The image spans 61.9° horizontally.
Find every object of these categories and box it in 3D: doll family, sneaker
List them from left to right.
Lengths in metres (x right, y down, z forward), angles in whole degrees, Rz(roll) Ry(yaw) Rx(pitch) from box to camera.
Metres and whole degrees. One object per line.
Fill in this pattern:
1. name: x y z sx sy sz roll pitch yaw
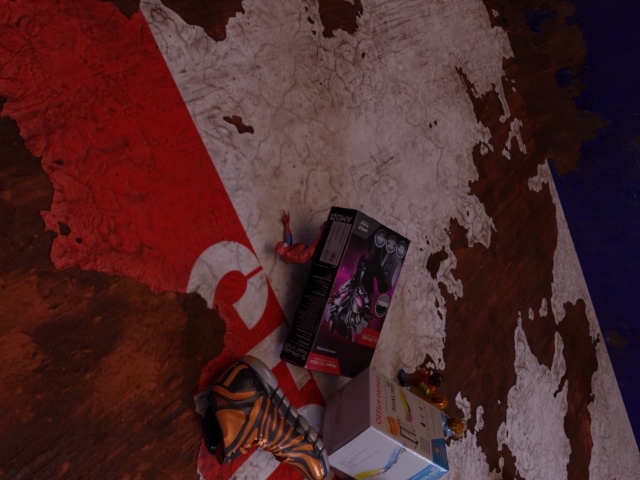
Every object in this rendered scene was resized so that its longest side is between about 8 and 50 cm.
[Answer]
1. sneaker: -0.123 0.407 1.083 0.180 0.124 0.321 -42 102 -37
2. sneaker: 0.064 0.535 1.270 0.134 0.070 0.051 46 51 -31
3. doll family: 0.305 0.472 1.460 0.118 0.163 0.263 -45 114 -41

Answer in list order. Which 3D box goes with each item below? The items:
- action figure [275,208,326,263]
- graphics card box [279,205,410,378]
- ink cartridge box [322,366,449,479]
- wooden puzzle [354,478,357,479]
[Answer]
1. action figure: 0.000 0.000 1.294 0.280 0.091 0.139 6 84 -46
2. graphics card box: 0.066 0.130 1.256 0.232 0.094 0.371 26 80 -45
3. ink cartridge box: 0.144 0.442 1.223 0.232 0.168 0.171 34 30 -18
4. wooden puzzle: 0.112 0.754 1.278 0.322 0.080 0.348 52 55 -25
